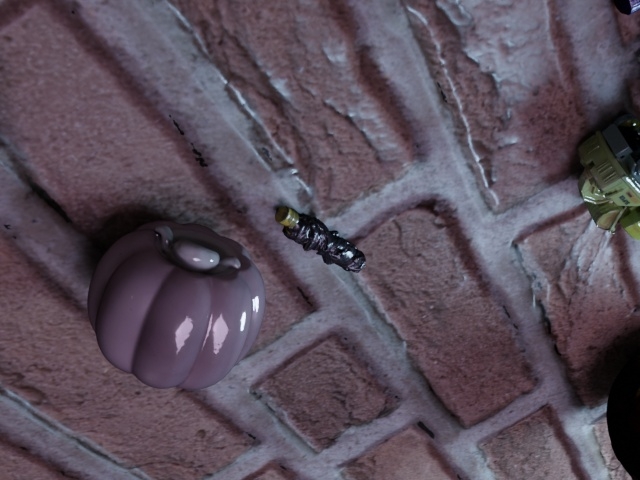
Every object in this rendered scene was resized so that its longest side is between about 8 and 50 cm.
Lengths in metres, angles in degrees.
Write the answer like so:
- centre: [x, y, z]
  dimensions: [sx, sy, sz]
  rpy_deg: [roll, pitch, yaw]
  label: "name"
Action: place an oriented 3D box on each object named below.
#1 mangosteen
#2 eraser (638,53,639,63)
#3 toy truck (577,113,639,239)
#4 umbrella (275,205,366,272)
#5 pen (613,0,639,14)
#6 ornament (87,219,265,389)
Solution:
- centre: [0.630, 0.269, 1.544]
  dimensions: [0.306, 0.306, 0.360]
  rpy_deg: [31, 93, -46]
  label: "mangosteen"
- centre: [0.466, -0.182, 1.140]
  dimensions: [0.124, 0.068, 0.210]
  rpy_deg: [-40, 139, 11]
  label: "eraser"
- centre: [0.381, -0.066, 1.203]
  dimensions: [0.116, 0.085, 0.191]
  rpy_deg: [-33, 140, 22]
  label: "toy truck"
- centre: [0.000, 0.000, 1.096]
  dimensions: [0.037, 0.040, 0.144]
  rpy_deg: [-35, 139, 22]
  label: "umbrella"
- centre: [0.434, -0.308, 1.017]
  dimensions: [0.269, 0.033, 0.033]
  rpy_deg: [-26, 140, -3]
  label: "pen"
- centre: [-0.142, 0.057, 0.977]
  dimensions: [0.177, 0.177, 0.178]
  rpy_deg: [-16, 139, -14]
  label: "ornament"
